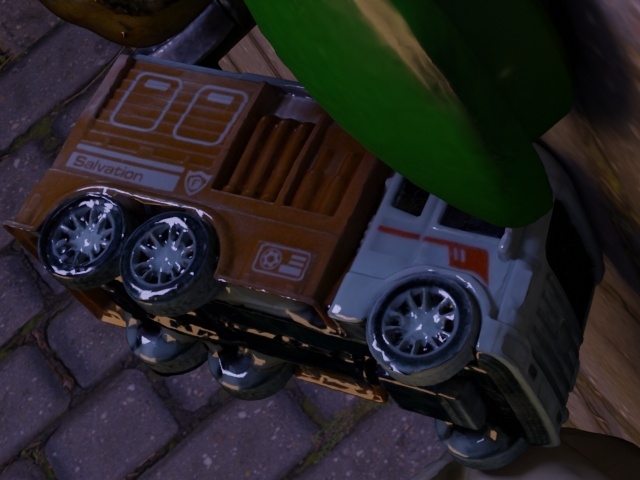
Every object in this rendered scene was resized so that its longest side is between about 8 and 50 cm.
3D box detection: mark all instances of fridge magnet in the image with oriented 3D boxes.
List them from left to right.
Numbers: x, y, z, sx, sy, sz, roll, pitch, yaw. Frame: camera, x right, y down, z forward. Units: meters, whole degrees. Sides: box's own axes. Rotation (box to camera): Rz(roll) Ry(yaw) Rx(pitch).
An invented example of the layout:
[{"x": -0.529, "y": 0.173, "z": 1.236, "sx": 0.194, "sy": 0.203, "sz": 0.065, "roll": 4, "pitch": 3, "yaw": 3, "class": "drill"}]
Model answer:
[{"x": 0.026, "y": -0.092, "z": 0.643, "sx": 0.208, "sy": 0.088, "sz": 0.208, "roll": 51, "pitch": 177, "yaw": 4, "class": "fridge magnet"}]

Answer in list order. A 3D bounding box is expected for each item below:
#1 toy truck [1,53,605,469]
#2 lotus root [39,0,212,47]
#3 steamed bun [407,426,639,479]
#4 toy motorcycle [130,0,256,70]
[{"x": 0.000, "y": 0.000, "z": 0.862, "sx": 0.305, "sy": 0.162, "sz": 0.136, "roll": 14, "pitch": 158, "yaw": 29, "class": "toy truck"}, {"x": -0.097, "y": -0.175, "z": 0.782, "sx": 0.124, "sy": 0.123, "sz": 0.241, "roll": 37, "pitch": -156, "yaw": -23, "class": "lotus root"}, {"x": 0.108, "y": 0.254, "z": 0.932, "sx": 0.237, "sy": 0.394, "sz": 0.347, "roll": 34, "pitch": 129, "yaw": 48, "class": "steamed bun"}, {"x": -0.114, "y": -0.205, "z": 1.043, "sx": 0.205, "sy": 0.127, "sz": 0.275, "roll": 52, "pitch": -177, "yaw": -20, "class": "toy motorcycle"}]
